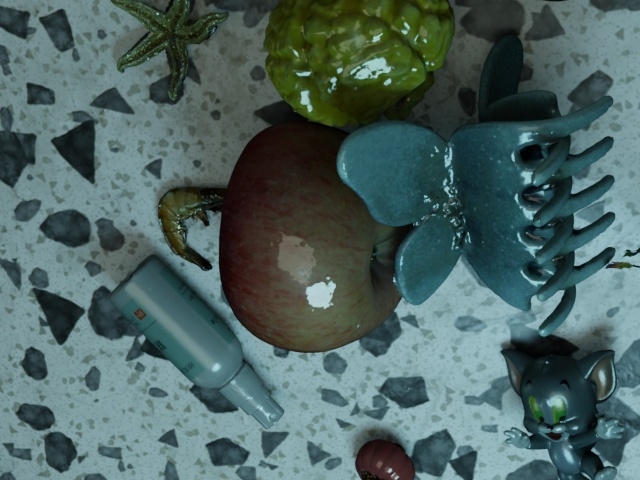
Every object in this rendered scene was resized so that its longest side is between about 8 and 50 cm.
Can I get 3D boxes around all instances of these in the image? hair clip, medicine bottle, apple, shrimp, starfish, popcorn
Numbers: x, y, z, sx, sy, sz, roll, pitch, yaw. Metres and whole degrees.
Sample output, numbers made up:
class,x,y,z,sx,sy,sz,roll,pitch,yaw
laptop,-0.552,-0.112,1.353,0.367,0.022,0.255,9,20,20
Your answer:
class,x,y,z,sx,sy,sz,roll,pitch,yaw
hair clip,0.256,-0.060,1.422,0.238,0.392,0.318,21,134,41
medicine bottle,-0.198,0.182,1.752,0.110,0.110,0.352,-41,98,21
apple,0.000,0.000,1.535,0.269,0.345,0.345,10,112,11
shrimp,-0.176,-0.018,1.711,0.195,0.035,0.148,0,108,19
starfish,-0.250,-0.328,1.603,0.176,0.053,0.208,37,115,-9
popcorn,0.053,-0.275,1.454,0.258,0.224,0.270,10,140,-14

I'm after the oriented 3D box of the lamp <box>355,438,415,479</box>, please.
class,x,y,z,sx,sy,sz,roll,pitch,yaw
lamp,0.111,0.391,1.777,0.107,0.092,0.107,27,143,22

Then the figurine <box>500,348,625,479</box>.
class,x,y,z,sx,sy,sz,roll,pitch,yaw
figurine,0.410,0.296,1.662,0.193,0.140,0.265,-11,122,39

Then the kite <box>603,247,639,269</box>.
class,x,y,z,sx,sy,sz,roll,pitch,yaw
kite,0.509,0.013,1.486,0.152,0.285,0.015,-47,57,34
